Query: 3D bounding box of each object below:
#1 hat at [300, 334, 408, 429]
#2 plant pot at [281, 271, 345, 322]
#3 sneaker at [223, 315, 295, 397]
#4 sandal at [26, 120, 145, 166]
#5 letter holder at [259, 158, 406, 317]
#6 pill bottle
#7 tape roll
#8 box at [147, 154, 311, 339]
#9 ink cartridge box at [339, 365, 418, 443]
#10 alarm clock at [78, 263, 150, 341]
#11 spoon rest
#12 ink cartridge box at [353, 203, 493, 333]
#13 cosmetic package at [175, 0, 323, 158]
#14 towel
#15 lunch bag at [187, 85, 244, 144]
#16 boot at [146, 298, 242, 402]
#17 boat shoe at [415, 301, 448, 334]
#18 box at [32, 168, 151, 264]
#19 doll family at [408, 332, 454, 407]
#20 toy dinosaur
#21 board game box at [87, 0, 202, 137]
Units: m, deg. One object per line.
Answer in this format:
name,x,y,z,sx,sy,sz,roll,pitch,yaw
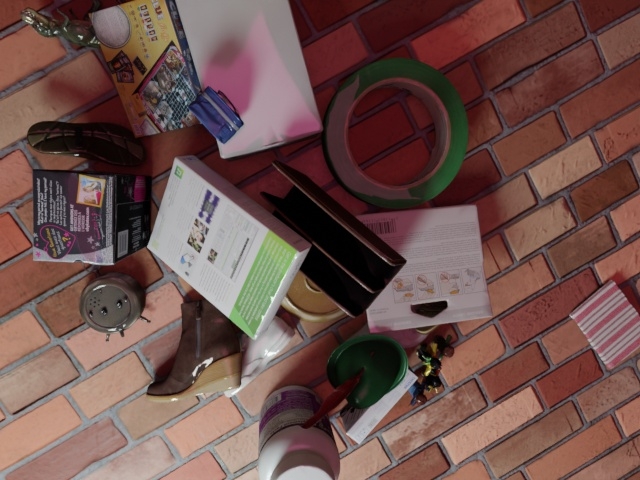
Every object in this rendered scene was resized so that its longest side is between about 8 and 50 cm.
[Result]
hat,0.093,0.318,0.946,0.208,0.184,0.173,-32,109,11
plant pot,-0.001,0.082,1.086,0.235,0.032,0.237,-1,98,-7
sneaker,-0.160,0.260,1.076,0.094,0.080,0.212,43,85,3
sandal,-0.480,-0.196,0.969,0.219,0.060,0.090,0,81,-19
letter holder,0.000,0.000,0.924,0.301,0.214,0.152,41,98,14
pill bottle,-0.048,0.446,0.990,0.169,0.301,0.170,-1,98,-7
tape roll,0.164,-0.233,1.042,0.320,0.077,0.322,-1,98,-8
box,-0.194,0.012,0.932,0.322,0.058,0.233,38,119,17
ink cartridge box,0.135,0.370,1.108,0.046,0.097,0.207,41,91,-11
alarm clock,-0.465,0.120,1.018,0.129,0.064,0.192,-25,97,-3
spoon rest,0.149,0.223,1.110,0.276,0.084,0.138,-26,102,-17
ink cartridge box,0.226,0.060,1.061,0.295,0.066,0.262,-6,85,-9
cosmetic package,-0.148,-0.373,0.946,0.217,0.156,0.386,-14,100,-5
towel,0.747,0.217,1.203,0.144,0.029,0.197,-39,98,-1
lunch bag,-0.188,-0.233,0.849,0.065,0.067,0.098,-42,98,2
boot,-0.294,0.246,1.054,0.248,0.090,0.207,-15,79,14
boat shoe,0.281,0.156,1.090,0.178,0.064,0.060,-48,139,-27
box,-0.431,-0.051,0.903,0.141,0.247,0.164,4,97,-6
doll family,0.257,0.310,1.108,0.075,0.111,0.193,11,96,-9
toy dinosaur,-0.448,-0.439,0.948,0.267,0.064,0.118,15,100,-13
board game box,-0.334,-0.341,0.927,0.164,0.042,0.244,-7,114,13
